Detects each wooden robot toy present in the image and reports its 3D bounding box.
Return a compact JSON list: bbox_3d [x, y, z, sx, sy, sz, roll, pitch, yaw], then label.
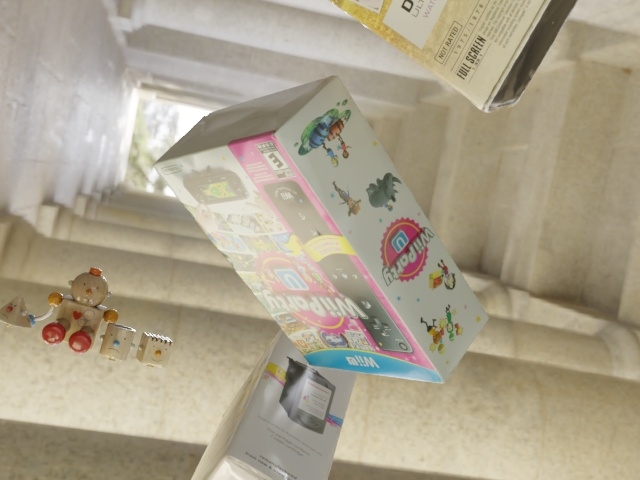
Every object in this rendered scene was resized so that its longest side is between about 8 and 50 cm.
[{"bbox_3d":[-0.222,0.067,0.833,0.076,0.173,0.079,-173,-79,-81],"label":"wooden robot toy"}]

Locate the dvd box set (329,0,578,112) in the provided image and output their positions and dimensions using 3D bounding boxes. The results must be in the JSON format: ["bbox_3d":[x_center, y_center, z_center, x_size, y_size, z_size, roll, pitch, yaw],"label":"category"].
[{"bbox_3d":[0.054,-0.342,0.673,0.062,0.420,0.308,-18,141,-52],"label":"dvd box set"}]

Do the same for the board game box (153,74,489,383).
[{"bbox_3d":[0.000,0.000,0.877,0.224,0.303,0.097,-4,-141,52],"label":"board game box"}]

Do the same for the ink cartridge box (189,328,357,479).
[{"bbox_3d":[-0.076,0.281,1.116,0.226,0.131,0.306,-56,-175,27],"label":"ink cartridge box"}]
